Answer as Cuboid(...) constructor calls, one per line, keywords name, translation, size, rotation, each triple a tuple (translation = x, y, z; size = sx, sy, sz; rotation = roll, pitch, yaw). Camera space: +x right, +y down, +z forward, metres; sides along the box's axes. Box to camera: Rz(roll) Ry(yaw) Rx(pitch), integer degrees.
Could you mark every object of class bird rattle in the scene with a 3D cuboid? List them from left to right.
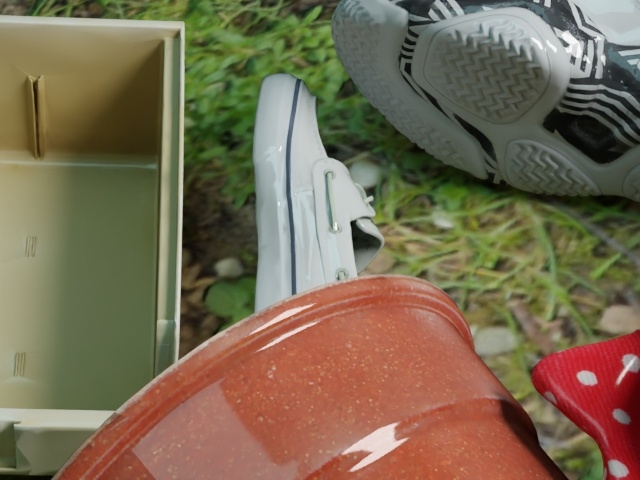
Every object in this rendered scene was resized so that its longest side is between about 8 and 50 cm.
Cuboid(name="bird rattle", translation=(0.208, 0.104, 0.677), size=(0.143, 0.253, 0.207), rotation=(-35, 79, 10))

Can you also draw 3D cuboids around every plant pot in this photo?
Cuboid(name="plant pot", translation=(0.044, 0.200, 0.642), size=(0.272, 0.272, 0.265), rotation=(-38, 58, -14))

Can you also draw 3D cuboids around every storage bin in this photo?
Cuboid(name="storage bin", translation=(-0.213, -0.002, 0.926), size=(0.262, 0.123, 0.260), rotation=(2, 48, -6))

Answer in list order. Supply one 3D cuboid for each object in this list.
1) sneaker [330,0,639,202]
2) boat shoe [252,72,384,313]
Cuboid(name="sneaker", translation=(0.202, -0.133, 0.950), size=(0.365, 0.137, 0.210), rotation=(14, 56, 22))
Cuboid(name="boat shoe", translation=(0.000, 0.000, 0.948), size=(0.075, 0.083, 0.226), rotation=(-2, 61, 2))
